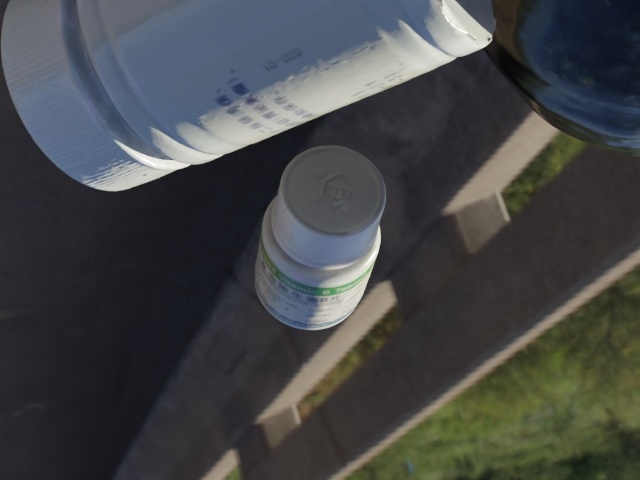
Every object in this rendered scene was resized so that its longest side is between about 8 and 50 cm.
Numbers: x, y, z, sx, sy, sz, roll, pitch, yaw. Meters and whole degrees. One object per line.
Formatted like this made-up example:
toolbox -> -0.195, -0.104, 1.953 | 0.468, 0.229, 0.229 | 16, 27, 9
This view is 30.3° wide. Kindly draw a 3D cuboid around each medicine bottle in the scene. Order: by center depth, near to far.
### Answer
medicine bottle -> -0.056, -0.171, 0.876 | 0.332, 0.190, 0.190 | -20, 161, 25
medicine bottle -> 0.000, 0.000, 1.350 | 0.139, 0.139, 0.237 | -12, 156, -15

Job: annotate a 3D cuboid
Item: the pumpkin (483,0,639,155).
pumpkin -> 0.307, -0.285, 1.003 | 0.344, 0.454, 0.454 | 27, 158, 6
